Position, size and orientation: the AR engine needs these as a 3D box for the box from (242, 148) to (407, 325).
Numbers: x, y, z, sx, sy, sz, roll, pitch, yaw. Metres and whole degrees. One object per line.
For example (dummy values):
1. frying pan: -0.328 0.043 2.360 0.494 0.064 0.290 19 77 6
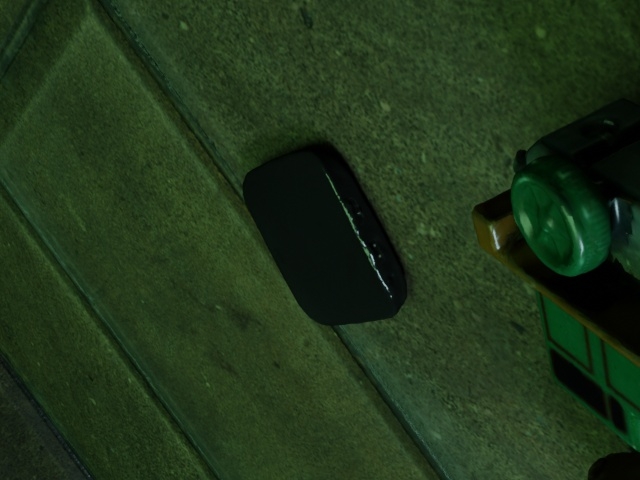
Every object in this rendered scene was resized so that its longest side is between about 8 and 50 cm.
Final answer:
1. box: 0.000 0.000 1.243 0.201 0.042 0.212 -11 112 56

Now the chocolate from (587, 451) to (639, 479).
1. chocolate: 0.320 0.311 1.044 0.093 0.148 0.214 -11 115 50

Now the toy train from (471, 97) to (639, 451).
1. toy train: 0.263 0.053 0.729 0.429 0.178 0.249 44 155 52
